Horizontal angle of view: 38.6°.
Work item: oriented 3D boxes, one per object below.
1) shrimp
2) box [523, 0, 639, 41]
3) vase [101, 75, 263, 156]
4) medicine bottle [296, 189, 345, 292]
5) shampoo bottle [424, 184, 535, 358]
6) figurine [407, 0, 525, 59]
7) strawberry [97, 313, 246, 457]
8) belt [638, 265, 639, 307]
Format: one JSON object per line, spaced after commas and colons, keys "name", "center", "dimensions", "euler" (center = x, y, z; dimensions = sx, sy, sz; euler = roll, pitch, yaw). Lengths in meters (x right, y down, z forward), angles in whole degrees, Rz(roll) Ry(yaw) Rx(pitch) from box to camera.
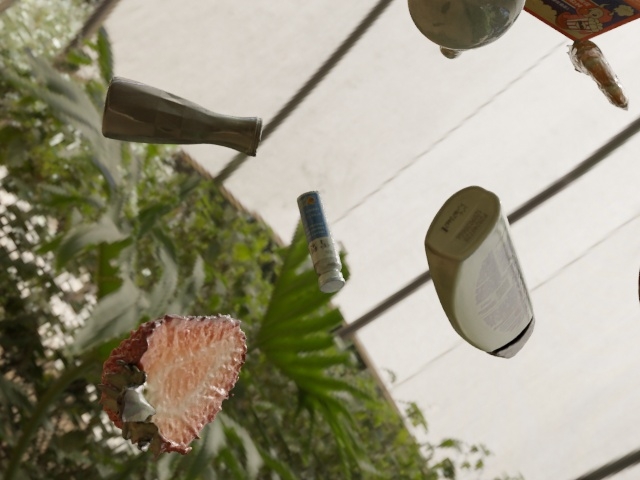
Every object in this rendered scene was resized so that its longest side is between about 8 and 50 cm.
{"name": "shrimp", "center": [0.562, -0.340, 1.860], "dimensions": [0.164, 0.062, 0.317], "euler": [53, 16, -16]}
{"name": "box", "center": [0.575, -0.682, 2.044], "dimensions": [0.348, 0.319, 0.257], "euler": [25, -18, -22]}
{"name": "vase", "center": [-0.188, -0.164, 1.265], "dimensions": [0.086, 0.214, 0.086], "euler": [-169, -90, -82]}
{"name": "medicine bottle", "center": [0.000, 0.000, 1.641], "dimensions": [0.051, 0.051, 0.191], "euler": [67, 8, -61]}
{"name": "shampoo bottle", "center": [0.225, 0.069, 1.265], "dimensions": [0.078, 0.134, 0.359], "euler": [30, -14, 32]}
{"name": "figurine", "center": [0.296, -0.441, 1.729], "dimensions": [0.205, 0.224, 0.382], "euler": [68, 16, 13]}
{"name": "strawberry", "center": [-0.222, 0.198, 1.310], "dimensions": [0.286, 0.106, 0.188], "euler": [-32, 109, -56]}
{"name": "belt", "center": [0.791, 0.086, 1.932], "dimensions": [0.324, 0.115, 0.227], "euler": [99, -28, -43]}
